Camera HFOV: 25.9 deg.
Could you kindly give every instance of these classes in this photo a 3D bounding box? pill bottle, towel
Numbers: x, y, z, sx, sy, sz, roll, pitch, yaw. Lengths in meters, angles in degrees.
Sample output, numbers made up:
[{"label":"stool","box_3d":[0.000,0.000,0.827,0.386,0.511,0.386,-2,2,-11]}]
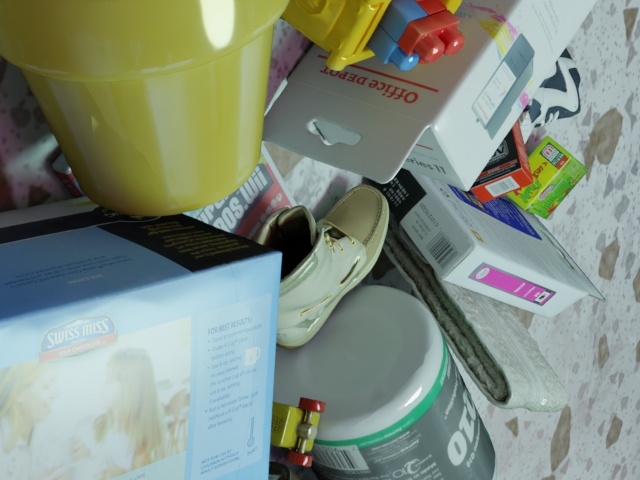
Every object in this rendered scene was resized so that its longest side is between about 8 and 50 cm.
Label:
[{"label":"pill bottle","box_3d":[0.090,0.236,1.634,0.204,0.204,0.361,-54,140,-25]},{"label":"towel","box_3d":[0.184,0.085,1.663,0.049,0.282,0.187,-43,153,19]}]

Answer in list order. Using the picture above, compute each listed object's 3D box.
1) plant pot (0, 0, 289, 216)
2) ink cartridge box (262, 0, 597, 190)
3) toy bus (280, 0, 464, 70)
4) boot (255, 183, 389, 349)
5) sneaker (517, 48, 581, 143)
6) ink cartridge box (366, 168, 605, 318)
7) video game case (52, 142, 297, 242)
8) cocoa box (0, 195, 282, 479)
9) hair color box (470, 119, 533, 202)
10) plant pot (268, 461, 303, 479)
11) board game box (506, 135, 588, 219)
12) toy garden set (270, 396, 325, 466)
[{"label":"plant pot","box_3d":[-0.141,-0.161,1.144,0.254,0.254,0.239,-41,138,-37]},{"label":"ink cartridge box","box_3d":[0.115,-0.189,1.485,0.353,0.207,0.119,-54,140,-16]},{"label":"toy bus","box_3d":[0.070,-0.256,1.373,0.220,0.211,0.149,-29,158,-42]},{"label":"boot","box_3d":[0.000,0.000,1.498,0.213,0.077,0.165,-55,158,-18]},{"label":"sneaker","box_3d":[0.276,-0.162,1.812,0.153,0.094,0.235,32,67,-44]},{"label":"ink cartridge box","box_3d":[0.212,0.000,1.724,0.069,0.175,0.371,-47,147,19]},{"label":"video game case","box_3d":[-0.132,-0.050,1.382,0.204,0.025,0.285,-54,139,-24]},{"label":"cocoa box","box_3d":[-0.230,0.113,1.124,0.347,0.228,0.231,-14,115,-45]},{"label":"hair color box","box_3d":[0.209,-0.124,1.704,0.043,0.072,0.141,41,33,-50]},{"label":"plant pot","box_3d":[-0.040,0.368,1.542,0.215,0.215,0.230,-39,115,-38]},{"label":"board game box","box_3d":[0.300,-0.081,1.847,0.092,0.043,0.181,-50,164,9]},{"label":"toy garden set","box_3d":[-0.114,0.243,1.415,0.244,0.049,0.203,14,84,-13]}]
